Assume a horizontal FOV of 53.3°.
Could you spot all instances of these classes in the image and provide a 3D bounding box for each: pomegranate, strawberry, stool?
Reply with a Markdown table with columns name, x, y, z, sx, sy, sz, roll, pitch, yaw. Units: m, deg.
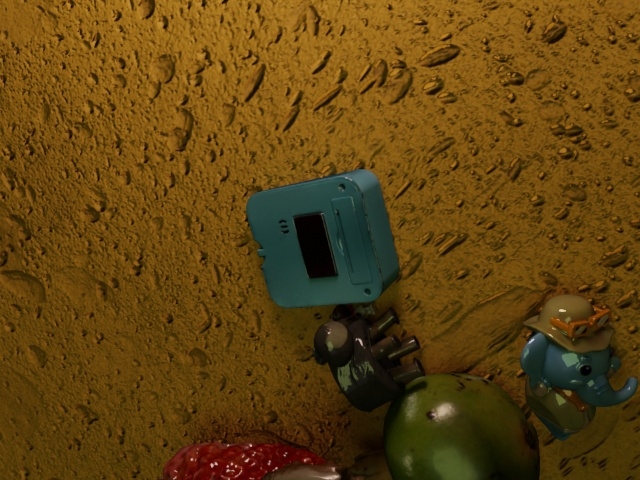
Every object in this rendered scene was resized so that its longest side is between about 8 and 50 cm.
| name | x | y | z | sx | sy | sz | roll | pitch | yaw |
| --- | --- | --- | --- | --- | --- | --- | --- | --- | --- |
| pomegranate | 0.212 | 0.413 | 1.142 | 0.358 | 0.216 | 0.310 | -25 | 101 | 19 |
| strawberry | -0.149 | 0.475 | 1.279 | 0.336 | 0.149 | 0.265 | -9 | 135 | -3 |
| stool | 0.089 | 0.208 | 1.128 | 0.139 | 0.228 | 0.153 | -32 | 67 | 18 |

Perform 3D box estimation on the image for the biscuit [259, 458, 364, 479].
| name | x | y | z | sx | sy | sz | roll | pitch | yaw |
| --- | --- | --- | --- | --- | --- | --- | --- | --- | --- |
| biscuit | 0.005 | 0.514 | 1.122 | 0.268 | 0.115 | 0.366 | -16 | 126 | 25 |

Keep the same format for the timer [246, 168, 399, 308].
| name | x | y | z | sx | sy | sz | roll | pitch | yaw |
| --- | --- | --- | --- | --- | --- | --- | --- | --- | --- |
| timer | 0.000 | 0.000 | 1.177 | 0.250 | 0.091 | 0.232 | -8 | 103 | 27 |

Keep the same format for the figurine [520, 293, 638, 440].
| name | x | y | z | sx | sy | sz | roll | pitch | yaw |
| --- | --- | --- | --- | --- | --- | --- | --- | --- | --- |
| figurine | 0.431 | 0.213 | 1.089 | 0.180 | 0.154 | 0.262 | -17 | 117 | 8 |

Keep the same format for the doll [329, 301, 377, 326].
| name | x | y | z | sx | sy | sz | roll | pitch | yaw |
| --- | --- | --- | --- | --- | --- | --- | --- | --- | --- |
| doll | 0.062 | 0.137 | 1.201 | 0.085 | 0.040 | 0.058 | -37 | 106 | 24 |
